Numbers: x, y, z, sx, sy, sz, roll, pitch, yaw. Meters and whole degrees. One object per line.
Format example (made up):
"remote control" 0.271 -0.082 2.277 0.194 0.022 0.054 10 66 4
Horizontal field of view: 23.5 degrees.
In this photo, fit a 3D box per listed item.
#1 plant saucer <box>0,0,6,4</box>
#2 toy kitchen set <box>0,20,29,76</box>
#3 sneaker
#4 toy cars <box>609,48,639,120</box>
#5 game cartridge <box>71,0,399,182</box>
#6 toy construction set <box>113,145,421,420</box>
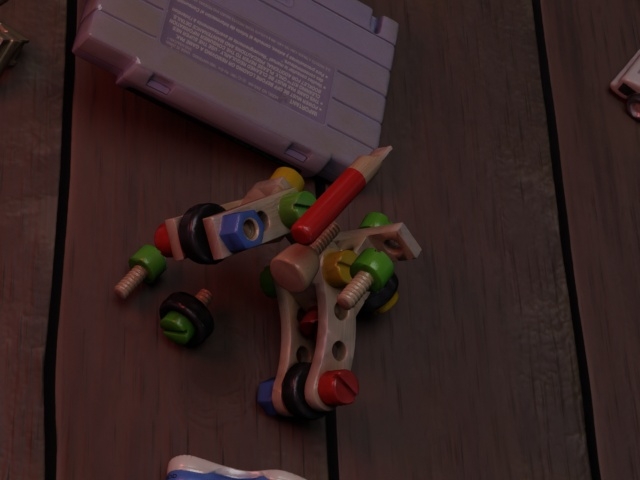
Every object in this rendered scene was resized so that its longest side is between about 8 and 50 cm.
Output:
"plant saucer" -0.407 -0.325 1.698 0.168 0.029 0.168 7 60 -12
"toy kitchen set" -0.366 -0.203 1.625 0.075 0.083 0.068 34 100 3
"sneaker" -0.077 0.260 1.462 0.152 0.058 0.084 13 54 -5
"toy cars" 0.474 -0.078 1.796 0.176 0.087 0.394 -5 64 -20
"game cartridge" -0.084 -0.216 1.669 0.355 0.068 0.230 26 61 -23
"toy construction set" 0.000 0.000 1.502 0.257 0.309 0.237 43 54 -1
